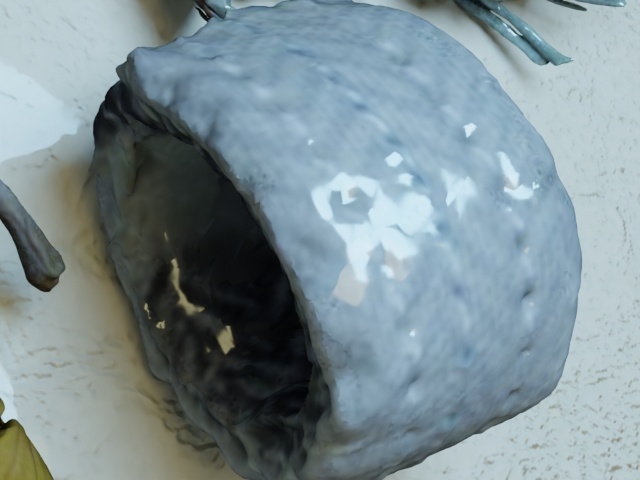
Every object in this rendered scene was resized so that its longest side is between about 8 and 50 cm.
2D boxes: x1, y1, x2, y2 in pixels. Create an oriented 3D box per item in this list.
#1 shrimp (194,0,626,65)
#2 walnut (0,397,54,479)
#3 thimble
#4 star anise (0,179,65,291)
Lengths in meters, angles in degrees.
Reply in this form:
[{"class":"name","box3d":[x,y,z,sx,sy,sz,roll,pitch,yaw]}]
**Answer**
[{"class":"shrimp","box3d":[0.094,-0.208,0.889,0.410,0.166,0.221,-9,116,-19]},{"class":"walnut","box3d":[-0.190,0.157,0.663,0.167,0.087,0.211,38,62,-22]},{"class":"thimble","box3d":[0.000,0.000,0.738,0.157,0.217,0.246,-20,75,-33]},{"class":"star anise","box3d":[-0.232,-0.049,0.688,0.231,0.089,0.209,4,83,-18]}]
